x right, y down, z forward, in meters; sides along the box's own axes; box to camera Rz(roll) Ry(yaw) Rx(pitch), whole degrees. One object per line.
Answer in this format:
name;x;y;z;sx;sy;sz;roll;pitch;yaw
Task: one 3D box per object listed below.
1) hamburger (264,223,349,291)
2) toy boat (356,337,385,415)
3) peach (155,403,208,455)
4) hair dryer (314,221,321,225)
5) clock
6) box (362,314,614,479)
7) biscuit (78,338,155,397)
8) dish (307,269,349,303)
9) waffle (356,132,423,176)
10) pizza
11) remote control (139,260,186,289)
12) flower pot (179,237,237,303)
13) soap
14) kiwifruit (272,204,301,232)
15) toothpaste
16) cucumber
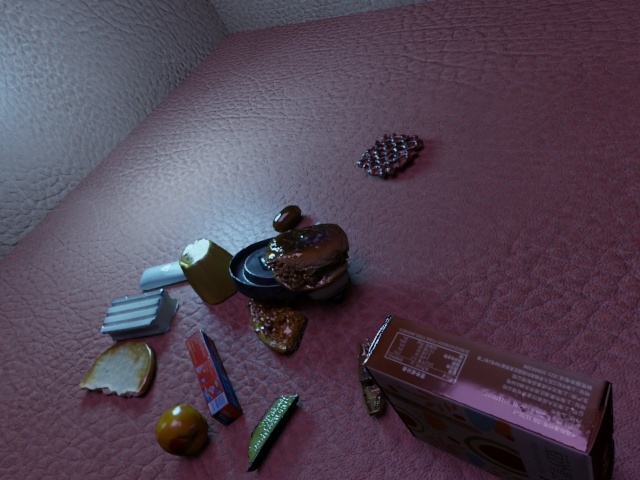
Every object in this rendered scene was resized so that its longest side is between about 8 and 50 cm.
hamburger;-0.046;0.043;1.399;0.243;0.146;0.286;14;35;43
toy boat;0.122;0.340;1.214;0.064;0.072;0.206;-20;44;12
peach;-0.383;0.518;1.315;0.138;0.138;0.138;-18;43;18
hair dryer;0.000;0.000;1.643;0.082;0.047;0.137;-37;47;-5
clock;-0.135;0.084;1.541;0.313;0.061;0.312;-5;28;3
box;0.314;0.325;0.897;0.385;0.344;0.122;12;57;40
biscuit;-0.677;0.436;1.654;0.309;0.040;0.204;-5;49;28
dish;0.040;0.156;1.452;0.141;0.078;0.141;-31;3;2
waffle;0.253;-0.317;1.779;0.221;0.055;0.234;19;58;44
pizza;-0.143;0.222;1.488;0.161;0.085;0.305;-33;42;0
remote control;-0.591;0.123;1.895;0.293;0.051;0.103;-13;44;21
flower pot;-0.393;0.095;1.698;0.195;0.179;0.195;-19;41;17
soap;-0.661;0.277;1.766;0.261;0.094;0.150;-12;51;22
kiwifruit;-0.125;-0.081;1.778;0.124;0.075;0.075;-46;42;-8
toothpaste;-0.324;0.401;1.437;0.066;0.076;0.320;-37;42;-3
cucumber;-0.135;0.493;1.254;0.070;0.046;0.220;14;58;43
